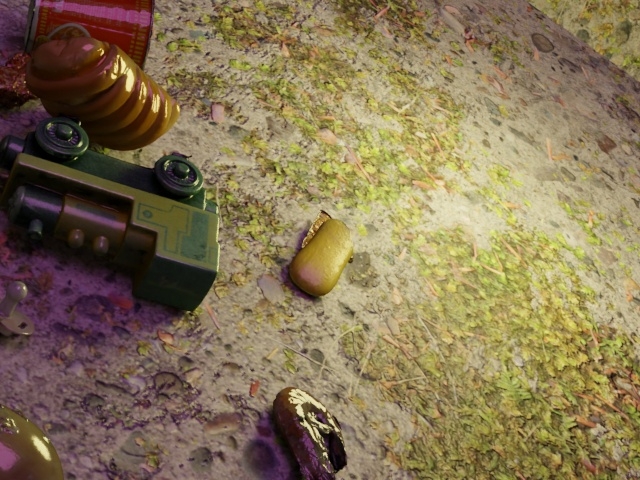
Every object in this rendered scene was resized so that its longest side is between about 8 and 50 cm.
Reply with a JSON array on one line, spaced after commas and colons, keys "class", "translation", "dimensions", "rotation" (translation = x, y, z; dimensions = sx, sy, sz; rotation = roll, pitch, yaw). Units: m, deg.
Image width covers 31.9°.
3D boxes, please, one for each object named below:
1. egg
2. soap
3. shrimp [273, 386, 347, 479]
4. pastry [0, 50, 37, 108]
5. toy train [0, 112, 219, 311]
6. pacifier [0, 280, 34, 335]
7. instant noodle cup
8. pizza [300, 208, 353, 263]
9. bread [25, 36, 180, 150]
[{"class": "egg", "translation": [-0.401, 0.274, 1.326], "dimensions": [0.201, 0.164, 0.164], "rotation": [36, 36, 4]}, {"class": "soap", "translation": [0.008, 0.033, 2.003], "dimensions": [0.089, 0.033, 0.168], "rotation": [40, 51, 0]}, {"class": "shrimp", "translation": [0.000, 0.314, 1.697], "dimensions": [0.126, 0.047, 0.223], "rotation": [14, 39, -42]}, {"class": "pastry", "translation": [-0.513, -0.275, 1.944], "dimensions": [0.087, 0.063, 0.169], "rotation": [34, 40, 14]}, {"class": "toy train", "translation": [-0.337, -0.048, 1.760], "dimensions": [0.369, 0.150, 0.237], "rotation": [17, 45, -20]}, {"class": "pacifier", "translation": [-0.438, 0.089, 1.575], "dimensions": [0.099, 0.078, 0.081], "rotation": [32, 15, -3]}, {"class": "instant noodle cup", "translation": [-0.427, -0.392, 2.052], "dimensions": [0.212, 0.193, 0.193], "rotation": [10, 42, -19]}, {"class": "pizza", "translation": [0.000, 0.000, 2.062], "dimensions": [0.108, 0.026, 0.123], "rotation": [-14, 62, -36]}, {"class": "bread", "translation": [-0.365, -0.234, 1.849], "dimensions": [0.311, 0.172, 0.121], "rotation": [38, 50, -68]}]
